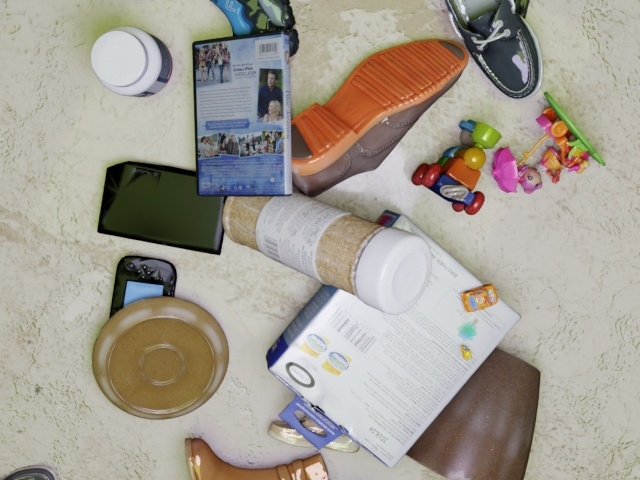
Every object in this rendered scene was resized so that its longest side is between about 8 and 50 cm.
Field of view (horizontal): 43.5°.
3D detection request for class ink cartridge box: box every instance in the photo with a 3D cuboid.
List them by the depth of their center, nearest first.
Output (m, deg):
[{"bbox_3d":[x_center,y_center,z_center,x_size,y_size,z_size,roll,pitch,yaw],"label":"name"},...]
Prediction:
[{"bbox_3d":[0.093,0.182,1.345,0.270,0.151,0.395,40,88,-6],"label":"ink cartridge box"}]

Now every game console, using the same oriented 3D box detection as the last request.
[{"bbox_3d":[-0.284,0.050,1.388,0.213,0.044,0.361,10,99,-3],"label":"game console"}]

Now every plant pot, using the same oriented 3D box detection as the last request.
[{"bbox_3d":[0.280,0.305,1.374,0.215,0.215,0.230,29,83,-6],"label":"plant pot"},{"bbox_3d":[-0.275,0.212,1.391,0.236,0.032,0.236,-4,109,-11],"label":"plant pot"}]

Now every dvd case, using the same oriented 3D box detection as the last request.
[{"bbox_3d":[-0.126,-0.195,1.268,0.180,0.022,0.253,2,96,32],"label":"dvd case"}]

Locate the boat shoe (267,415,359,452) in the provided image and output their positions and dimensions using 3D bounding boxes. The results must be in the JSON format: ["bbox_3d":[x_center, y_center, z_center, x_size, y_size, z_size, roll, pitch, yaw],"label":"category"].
[{"bbox_3d":[-0.008,0.335,1.433,0.170,0.063,0.059,10,96,-12],"label":"boat shoe"}]

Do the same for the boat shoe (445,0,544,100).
[{"bbox_3d":[0.262,-0.361,1.295,0.114,0.091,0.302,-29,92,31],"label":"boat shoe"}]

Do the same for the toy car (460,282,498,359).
[{"bbox_3d":[0.254,0.130,1.263,0.060,0.040,0.122,-1,93,-5],"label":"toy car"}]

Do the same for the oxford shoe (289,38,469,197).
[{"bbox_3d":[0.092,-0.206,1.334,0.364,0.133,0.130,-33,56,-8],"label":"oxford shoe"}]

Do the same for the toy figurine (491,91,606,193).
[{"bbox_3d":[0.370,-0.137,1.357,0.159,0.130,0.173,-40,123,18],"label":"toy figurine"}]

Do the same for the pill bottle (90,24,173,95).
[{"bbox_3d":[-0.299,-0.282,1.265,0.108,0.180,0.108,0,99,-2],"label":"pill bottle"}]

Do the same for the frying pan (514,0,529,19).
[{"bbox_3d":[0.376,-0.462,1.318,0.197,0.053,0.326,-6,109,6],"label":"frying pan"}]

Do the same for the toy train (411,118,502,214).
[{"bbox_3d":[0.238,-0.124,1.272,0.105,0.248,0.143,32,92,-6],"label":"toy train"}]

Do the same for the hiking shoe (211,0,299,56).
[{"bbox_3d":[-0.131,-0.430,1.282,0.132,0.113,0.304,-13,95,7],"label":"hiking shoe"}]

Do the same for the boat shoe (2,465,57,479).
[{"bbox_3d":[-0.571,0.468,1.435,0.206,0.065,0.075,-21,99,2],"label":"boat shoe"}]

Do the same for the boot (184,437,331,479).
[{"bbox_3d":[-0.097,0.429,1.416,0.220,0.109,0.283,-26,101,4],"label":"boot"}]

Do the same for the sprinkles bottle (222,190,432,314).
[{"bbox_3d":[0.000,0.000,1.244,0.355,0.121,0.121,23,101,40],"label":"sprinkles bottle"}]
